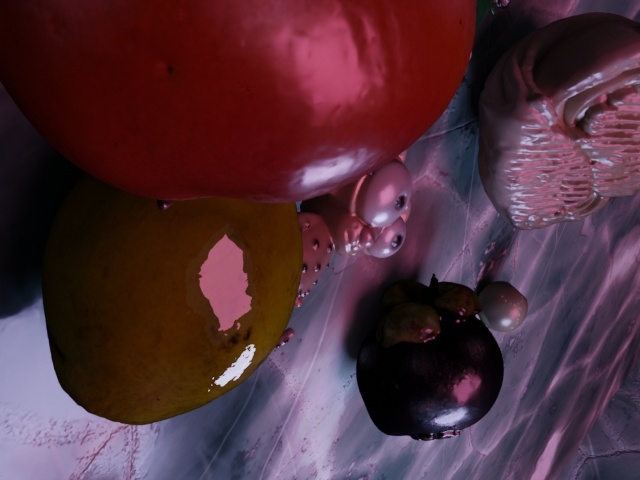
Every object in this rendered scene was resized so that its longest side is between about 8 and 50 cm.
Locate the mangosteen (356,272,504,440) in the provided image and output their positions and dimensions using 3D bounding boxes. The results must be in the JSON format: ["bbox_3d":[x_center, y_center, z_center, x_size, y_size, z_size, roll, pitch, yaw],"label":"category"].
[{"bbox_3d":[0.154,0.167,1.384,0.243,0.243,0.243,-39,144,-36],"label":"mangosteen"}]

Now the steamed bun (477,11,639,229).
[{"bbox_3d":[0.349,-0.189,1.354,0.309,0.219,0.324,-23,144,7],"label":"steamed bun"}]

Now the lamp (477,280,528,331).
[{"bbox_3d":[0.288,0.146,1.706,0.163,0.091,0.091,-44,150,1],"label":"lamp"}]

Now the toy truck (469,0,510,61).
[{"bbox_3d":[0.162,-0.271,1.151,0.147,0.065,0.079,-55,147,-9],"label":"toy truck"}]

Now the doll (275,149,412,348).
[{"bbox_3d":[-0.001,-0.001,1.071,0.278,0.119,0.154,-47,145,-16],"label":"doll"}]

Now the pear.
[{"bbox_3d":[-0.122,0.027,0.803,0.269,0.212,0.212,-63,151,3],"label":"pear"}]

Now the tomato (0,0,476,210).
[{"bbox_3d":[-0.063,-0.180,0.622,0.321,0.321,0.321,-39,144,-36],"label":"tomato"}]
